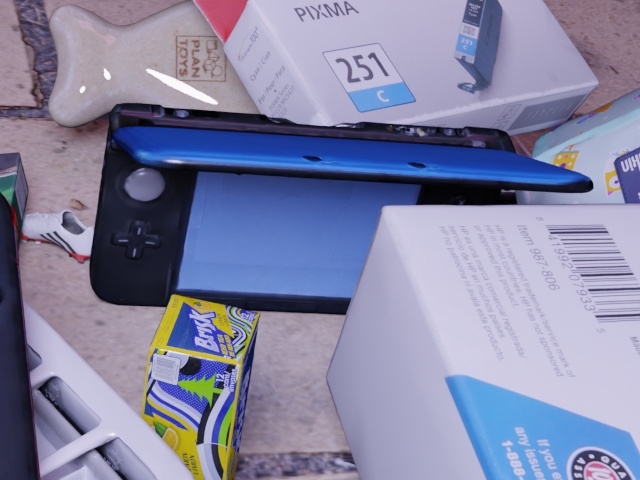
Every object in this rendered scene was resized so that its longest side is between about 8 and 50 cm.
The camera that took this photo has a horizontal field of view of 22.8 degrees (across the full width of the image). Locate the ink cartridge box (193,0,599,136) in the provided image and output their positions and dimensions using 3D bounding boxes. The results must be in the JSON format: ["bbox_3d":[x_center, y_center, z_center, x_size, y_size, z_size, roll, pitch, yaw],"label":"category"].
[{"bbox_3d":[0.047,-0.188,1.297,0.296,0.066,0.261,-15,63,-38],"label":"ink cartridge box"}]

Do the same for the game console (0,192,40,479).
[{"bbox_3d":[-0.333,0.088,0.757,0.386,0.060,0.342,-5,42,-11],"label":"game console"}]

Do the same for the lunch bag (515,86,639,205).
[{"bbox_3d":[0.276,-0.038,1.216,0.223,0.160,0.262,-25,12,23],"label":"lunch bag"}]

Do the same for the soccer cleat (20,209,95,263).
[{"bbox_3d":[-0.207,-0.011,1.227,0.083,0.035,0.029,22,32,18],"label":"soccer cleat"}]

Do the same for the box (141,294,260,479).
[{"bbox_3d":[-0.075,0.119,0.917,0.054,0.169,0.059,12,31,3],"label":"box"}]

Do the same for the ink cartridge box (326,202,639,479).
[{"bbox_3d":[0.238,0.127,0.968,0.395,0.166,0.285,-1,44,-20],"label":"ink cartridge box"}]

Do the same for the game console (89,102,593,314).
[{"bbox_3d":[0.000,0.000,1.084,0.293,0.250,0.173,3,39,-13],"label":"game console"}]

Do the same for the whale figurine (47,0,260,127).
[{"bbox_3d":[-0.099,-0.140,1.366,0.272,0.216,0.141,-1,-6,-12],"label":"whale figurine"}]

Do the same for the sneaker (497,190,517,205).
[{"bbox_3d":[0.046,-0.030,1.302,0.262,0.099,0.121,7,22,-22],"label":"sneaker"}]

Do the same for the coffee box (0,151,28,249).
[{"bbox_3d":[-0.278,-0.004,1.166,0.113,0.040,0.184,-4,31,-1],"label":"coffee box"}]

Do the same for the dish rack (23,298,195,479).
[{"bbox_3d":[-0.260,0.148,0.794,0.333,0.072,0.285,-26,50,-33],"label":"dish rack"}]
